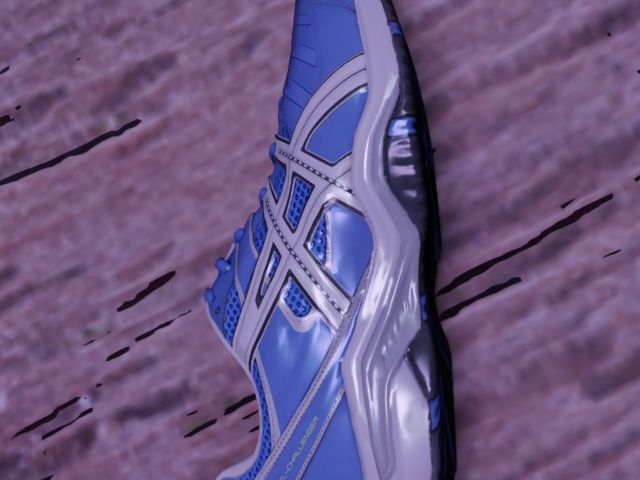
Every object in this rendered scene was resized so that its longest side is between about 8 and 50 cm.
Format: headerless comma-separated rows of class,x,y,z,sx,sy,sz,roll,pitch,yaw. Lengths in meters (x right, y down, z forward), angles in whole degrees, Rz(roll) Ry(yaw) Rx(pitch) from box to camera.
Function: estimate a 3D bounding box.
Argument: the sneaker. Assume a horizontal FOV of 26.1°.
sneaker,0.000,0.000,0.474,0.081,0.080,0.211,-4,79,10
